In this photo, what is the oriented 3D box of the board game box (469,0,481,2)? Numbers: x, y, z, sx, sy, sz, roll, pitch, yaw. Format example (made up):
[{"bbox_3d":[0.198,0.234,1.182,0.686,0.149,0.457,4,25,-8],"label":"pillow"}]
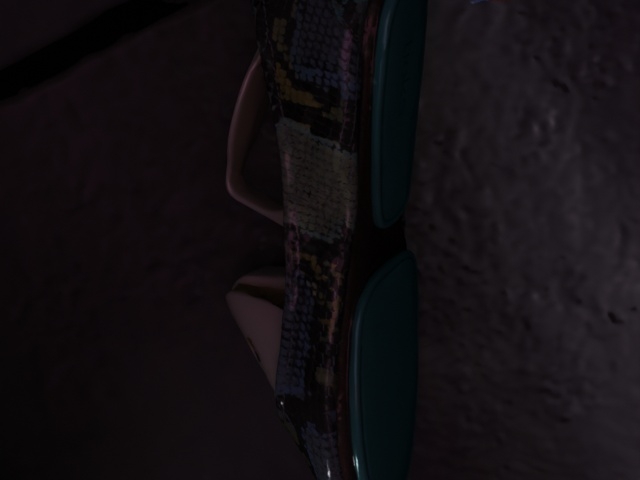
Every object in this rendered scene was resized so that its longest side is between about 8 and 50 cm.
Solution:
[{"bbox_3d":[0.184,-0.229,0.442,0.301,0.086,0.308,-2,105,0],"label":"board game box"}]

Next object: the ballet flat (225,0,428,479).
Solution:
[{"bbox_3d":[0.000,0.000,0.521,0.070,0.070,0.188,2,103,-1],"label":"ballet flat"}]
